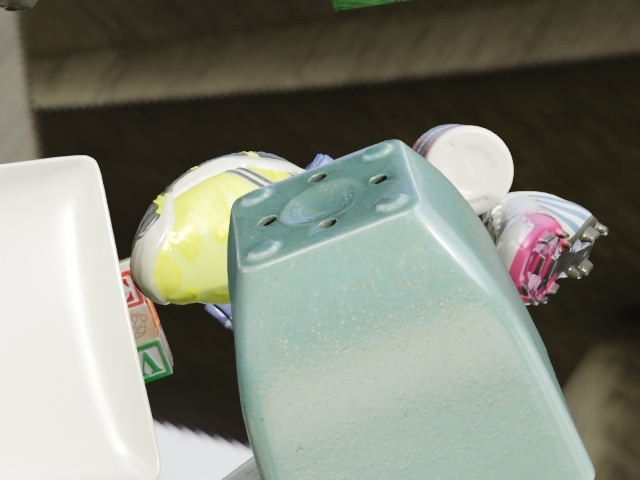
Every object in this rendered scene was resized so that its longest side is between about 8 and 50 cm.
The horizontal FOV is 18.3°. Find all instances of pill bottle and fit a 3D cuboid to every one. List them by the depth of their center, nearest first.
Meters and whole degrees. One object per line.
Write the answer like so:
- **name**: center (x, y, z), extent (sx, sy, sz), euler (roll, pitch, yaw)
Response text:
- **pill bottle**: center (0.163, -0.087, 2.407), extent (0.108, 0.108, 0.180), euler (39, -2, -8)

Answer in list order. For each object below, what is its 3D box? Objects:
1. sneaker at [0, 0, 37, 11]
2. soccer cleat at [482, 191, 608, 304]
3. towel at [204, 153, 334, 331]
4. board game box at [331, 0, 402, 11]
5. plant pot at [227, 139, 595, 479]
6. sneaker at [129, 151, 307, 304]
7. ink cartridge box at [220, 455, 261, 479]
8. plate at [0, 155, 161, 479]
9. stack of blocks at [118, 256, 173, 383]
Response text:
- **sneaker**: center (-0.336, -0.333, 2.079), extent (0.077, 0.072, 0.178), euler (-110, -163, -61)
- **soccer cleat**: center (0.245, 0.002, 2.458), extent (0.143, 0.116, 0.331), euler (25, 13, 19)
- **towel**: center (0.053, 0.085, 2.421), extent (0.336, 0.243, 0.040), euler (39, -5, -6)
- **board game box**: center (0.130, -0.292, 2.013), extent (0.260, 0.030, 0.136), euler (-7, -21, 5)
- **plant pot**: center (0.044, 0.071, 1.567), extent (0.248, 0.247, 0.252), euler (-102, 171, -65)
- **sneaker**: center (0.000, 0.000, 1.904), extent (0.147, 0.385, 0.145), euler (34, -56, 49)
- **ink cartridge box**: center (-0.017, 0.369, 1.823), extent (0.330, 0.324, 0.071), euler (55, 10, 10)
- **plate**: center (-0.271, 0.080, 1.554), extent (0.045, 0.277, 0.278), euler (-20, -99, 49)
- **stack of blocks**: center (-0.317, 0.151, 2.220), extent (0.087, 0.297, 0.171), euler (-118, -173, -80)
